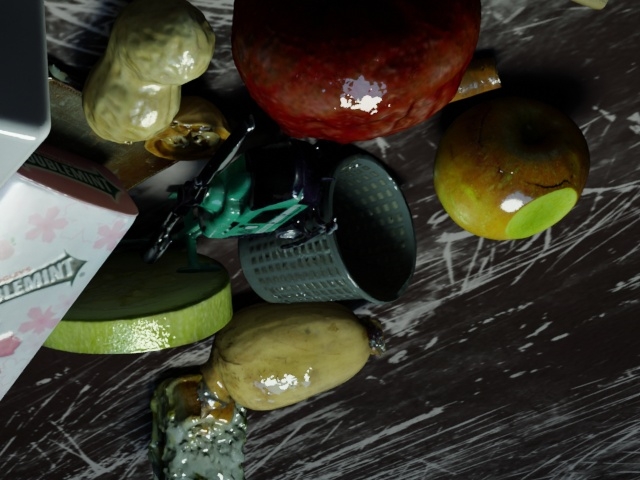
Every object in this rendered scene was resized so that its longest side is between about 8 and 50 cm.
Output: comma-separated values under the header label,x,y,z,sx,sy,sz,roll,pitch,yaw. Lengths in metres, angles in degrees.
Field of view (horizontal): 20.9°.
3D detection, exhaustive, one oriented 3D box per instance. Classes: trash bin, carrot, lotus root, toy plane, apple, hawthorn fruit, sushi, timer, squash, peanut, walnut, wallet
label,x,y,z,sx,sy,sz,roll,pitch,yaw
trash bin,0.000,0.000,1.985,0.161,0.175,0.175,-14,153,36
carrot,0.108,-0.161,1.822,0.162,0.055,0.055,-14,151,-4
lotus root,-0.046,0.143,2.239,0.257,0.140,0.154,-15,180,-3
toy plane,-0.099,-0.039,1.881,0.155,0.106,0.382,1,166,-27
apple,0.204,-0.078,1.895,0.163,0.146,0.147,-16,149,-28
hawthorn fruit,0.035,-0.187,1.614,0.230,0.210,0.266,-23,165,-1
sushi,-0.171,0.301,2.436,0.139,0.184,0.274,-3,152,-8
timer,-0.373,-0.144,1.573,0.192,0.194,0.195,12,145,-32
squash,-0.226,0.066,1.985,0.252,0.252,0.048,-5,109,-6
peanut,-0.168,-0.166,1.680,0.098,0.103,0.229,-43,176,-36
walnut,-0.140,-0.123,1.815,0.091,0.052,0.121,-12,162,11
wallet,-0.252,-0.115,1.830,0.122,0.031,0.232,-28,148,25

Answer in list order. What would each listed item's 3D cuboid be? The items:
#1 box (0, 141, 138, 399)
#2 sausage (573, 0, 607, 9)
label,x,y,z,sx,sy,sz,roll,pitch,yaw
box,-0.371,0.064,1.824,0.190,0.112,0.369,21,113,-43
sausage,0.234,-0.255,1.710,0.132,0.024,0.024,14,144,-36
